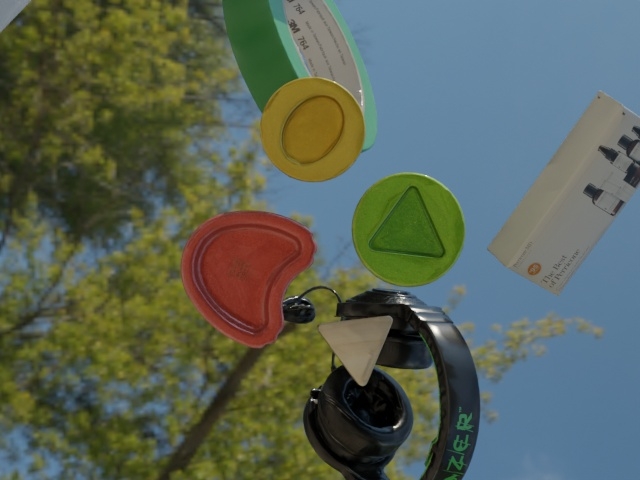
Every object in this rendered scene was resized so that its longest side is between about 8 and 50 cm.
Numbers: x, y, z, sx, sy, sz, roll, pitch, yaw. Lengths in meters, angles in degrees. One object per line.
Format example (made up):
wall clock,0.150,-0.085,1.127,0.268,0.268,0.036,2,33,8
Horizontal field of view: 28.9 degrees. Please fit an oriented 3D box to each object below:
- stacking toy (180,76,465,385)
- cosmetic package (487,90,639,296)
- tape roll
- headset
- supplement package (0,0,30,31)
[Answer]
stacking toy,0.000,0.000,1.459,0.279,0.130,0.309,34,-96,-3
cosmetic package,0.317,-0.055,1.524,0.239,0.099,0.060,-56,-152,12
tape roll,-0.025,-0.266,1.825,0.077,0.321,0.321,-22,-105,21
headset,0.039,0.163,1.520,0.394,0.185,0.243,43,-59,54
supplement package,-0.404,-0.224,1.172,0.244,0.139,0.134,4,-129,51
